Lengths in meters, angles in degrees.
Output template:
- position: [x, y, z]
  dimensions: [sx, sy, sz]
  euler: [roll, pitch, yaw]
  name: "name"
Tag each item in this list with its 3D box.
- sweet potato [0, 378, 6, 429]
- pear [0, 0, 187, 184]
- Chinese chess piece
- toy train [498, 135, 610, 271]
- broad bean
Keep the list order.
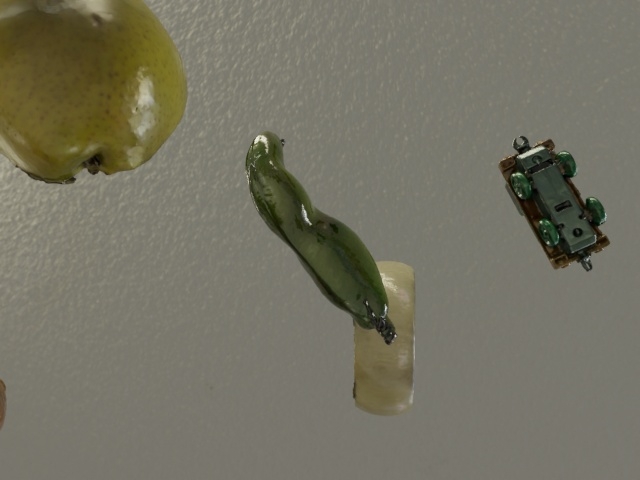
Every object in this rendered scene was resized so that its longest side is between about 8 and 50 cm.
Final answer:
- position: [-0.315, 0.097, 0.451]
  dimensions: [0.097, 0.098, 0.292]
  euler: [-15, -21, 12]
  name: "sweet potato"
- position: [-0.376, -0.293, 1.053]
  dimensions: [0.340, 0.387, 0.191]
  euler: [-12, -31, -19]
  name: "pear"
- position: [0.104, 0.157, 1.116]
  dimensions: [0.102, 0.250, 0.250]
  euler: [1, -58, 7]
  name: "Chinese chess piece"
- position: [0.349, -0.053, 1.042]
  dimensions: [0.091, 0.136, 0.228]
  euler: [-25, -103, 1]
  name: "toy train"
- position: [0.000, 0.000, 0.590]
  dimensions: [0.048, 0.070, 0.214]
  euler: [-32, -90, 40]
  name: "broad bean"
